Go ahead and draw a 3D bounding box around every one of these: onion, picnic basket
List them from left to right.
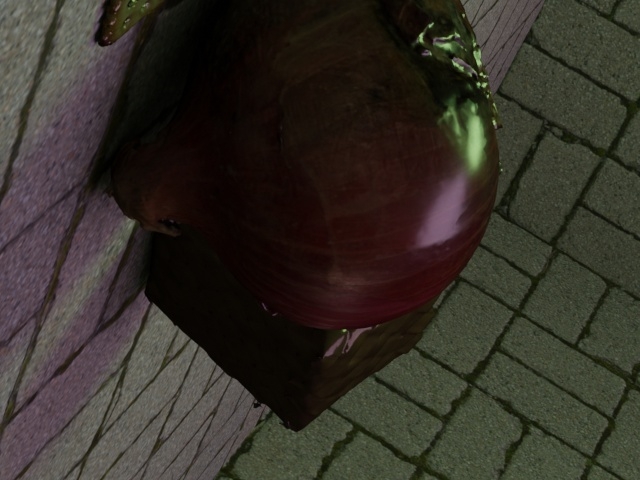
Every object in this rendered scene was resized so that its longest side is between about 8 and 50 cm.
[{"bbox_3d":[0.000,0.000,1.774,0.321,0.291,0.254,-41,165,-25],"label":"picnic basket"},{"bbox_3d":[0.016,-0.097,1.449,0.353,0.353,0.353,-57,172,-12],"label":"onion"}]

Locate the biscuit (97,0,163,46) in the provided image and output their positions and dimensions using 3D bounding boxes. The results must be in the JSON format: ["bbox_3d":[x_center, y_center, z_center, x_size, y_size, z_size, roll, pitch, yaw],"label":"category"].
[{"bbox_3d":[-0.101,-0.241,1.202,0.144,0.016,0.203,-49,169,-48],"label":"biscuit"}]
